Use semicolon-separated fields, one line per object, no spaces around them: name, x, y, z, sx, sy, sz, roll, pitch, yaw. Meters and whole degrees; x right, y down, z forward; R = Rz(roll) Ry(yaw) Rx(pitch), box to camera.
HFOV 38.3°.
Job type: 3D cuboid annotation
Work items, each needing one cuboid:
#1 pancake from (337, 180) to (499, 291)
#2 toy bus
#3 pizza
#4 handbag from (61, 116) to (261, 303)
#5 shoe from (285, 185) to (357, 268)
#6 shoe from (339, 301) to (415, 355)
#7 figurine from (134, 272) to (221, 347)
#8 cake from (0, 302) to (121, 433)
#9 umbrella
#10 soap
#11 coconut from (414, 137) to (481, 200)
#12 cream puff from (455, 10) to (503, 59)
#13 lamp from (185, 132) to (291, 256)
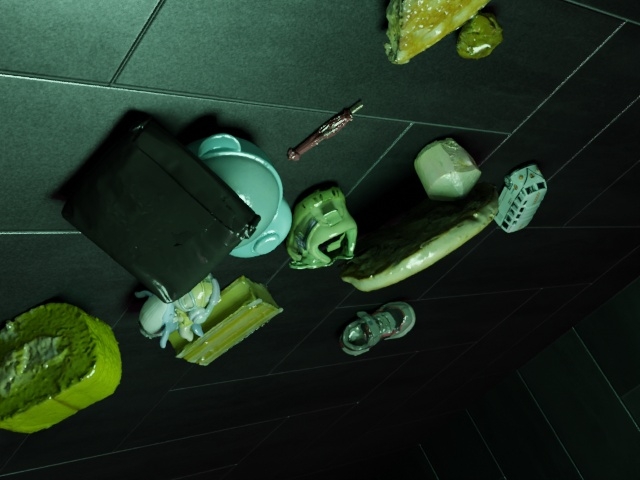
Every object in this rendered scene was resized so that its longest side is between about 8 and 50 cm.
pancake;0.205;-0.014;1.905;0.382;0.071;0.382;-27;-169;5
toy bus;0.476;-0.099;2.196;0.087;0.089;0.194;-19;153;-20
pizza;0.191;-0.392;1.337;0.323;0.089;0.223;-40;159;19
handbag;-0.246;-0.038;1.405;0.223;0.247;0.080;-41;-166;29
shoe;-0.003;-0.006;1.858;0.139;0.128;0.262;-8;149;-10
shoe;0.138;0.228;2.455;0.227;0.099;0.125;-30;159;13
figurine;-0.276;0.129;1.814;0.183;0.128;0.208;-32;163;2
cake;-0.507;0.233;1.699;0.260;0.179;0.156;-26;155;2
umbrella;0.008;-0.188;1.613;0.165;0.025;0.027;-34;177;17
soap;-0.212;0.177;2.022;0.233;0.076;0.135;-35;154;12
coconut;0.258;-0.134;1.857;0.116;0.122;0.116;-23;155;-11
cream puff;0.268;-0.340;1.549;0.083;0.058;0.083;-27;154;1
lamp;-0.155;-0.062;1.535;0.209;0.147;0.284;-32;155;12
